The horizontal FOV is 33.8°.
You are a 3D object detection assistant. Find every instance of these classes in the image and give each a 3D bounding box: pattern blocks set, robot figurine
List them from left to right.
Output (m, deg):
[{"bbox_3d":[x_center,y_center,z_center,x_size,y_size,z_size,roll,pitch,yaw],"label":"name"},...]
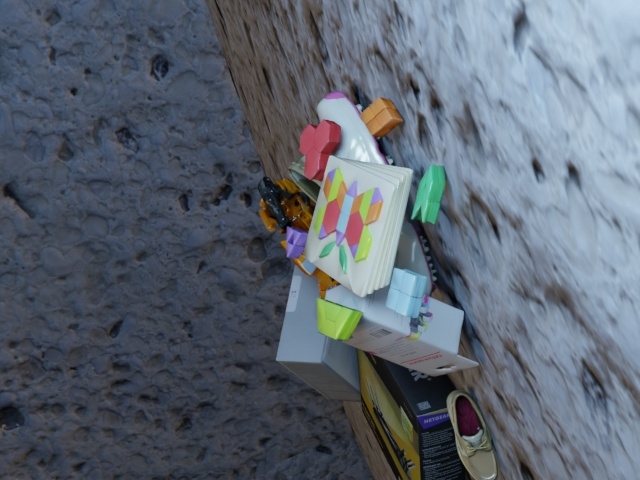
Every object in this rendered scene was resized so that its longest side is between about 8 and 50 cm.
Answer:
[{"bbox_3d":[0.000,0.000,1.747,0.211,0.085,0.291,17,-155,-44],"label":"robot figurine"},{"bbox_3d":[0.038,-0.025,1.238,0.325,0.026,0.285,1,82,61],"label":"pattern blocks set"}]

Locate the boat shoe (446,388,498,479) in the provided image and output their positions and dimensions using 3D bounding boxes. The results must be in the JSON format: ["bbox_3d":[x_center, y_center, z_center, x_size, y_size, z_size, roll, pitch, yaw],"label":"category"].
[{"bbox_3d":[0.208,0.271,1.448,0.045,0.050,0.135,70,177,-81],"label":"boat shoe"}]

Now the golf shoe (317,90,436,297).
[{"bbox_3d":[0.041,-0.045,1.381,0.115,0.140,0.306,96,153,-81],"label":"golf shoe"}]

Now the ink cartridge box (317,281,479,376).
[{"bbox_3d":[0.102,0.107,1.308,0.104,0.181,0.061,-26,46,55],"label":"ink cartridge box"}]

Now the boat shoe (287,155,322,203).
[{"bbox_3d":[0.028,-0.056,1.681,0.285,0.089,0.104,-121,11,-55],"label":"boat shoe"}]

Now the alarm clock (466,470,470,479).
[{"bbox_3d":[0.222,0.413,1.817,0.129,0.064,0.192,-118,11,-46],"label":"alarm clock"}]

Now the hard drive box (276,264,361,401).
[{"bbox_3d":[0.024,0.168,1.882,0.232,0.089,0.181,48,-132,-55],"label":"hard drive box"}]

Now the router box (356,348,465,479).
[{"bbox_3d":[0.143,0.274,1.723,0.309,0.081,0.243,-121,21,-56],"label":"router box"}]
